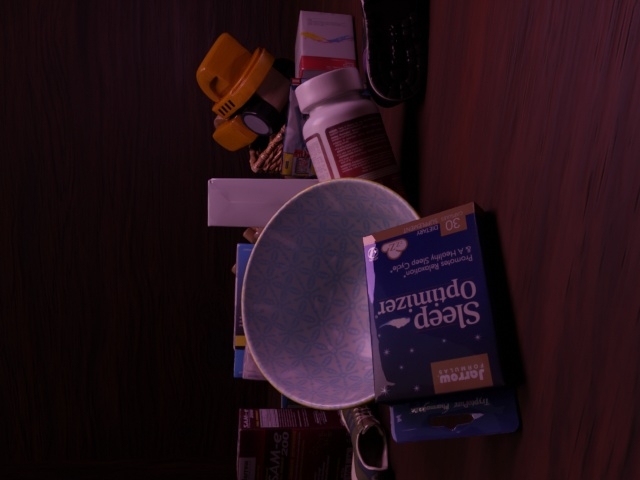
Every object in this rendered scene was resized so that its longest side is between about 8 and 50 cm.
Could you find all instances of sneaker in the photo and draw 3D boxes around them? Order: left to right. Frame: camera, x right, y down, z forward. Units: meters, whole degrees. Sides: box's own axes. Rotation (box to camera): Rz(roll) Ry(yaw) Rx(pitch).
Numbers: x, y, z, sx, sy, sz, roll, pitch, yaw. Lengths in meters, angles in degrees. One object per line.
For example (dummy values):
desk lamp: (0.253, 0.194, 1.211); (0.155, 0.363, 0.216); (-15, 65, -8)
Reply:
sneaker: (0.080, 0.316, 0.954); (0.086, 0.064, 0.192); (112, 158, -48)
sneaker: (0.096, -0.344, 0.850); (0.124, 0.107, 0.283); (-137, 49, -85)

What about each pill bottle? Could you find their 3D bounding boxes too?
pill bottle: (0.045, -0.136, 0.855); (0.121, 0.121, 0.221); (178, 73, -81)

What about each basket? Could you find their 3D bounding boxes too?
basket: (-0.083, -0.324, 1.578); (0.299, 0.223, 0.214); (-103, 17, -61)

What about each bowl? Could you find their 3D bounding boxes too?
bowl: (0.053, 0.076, 0.758); (0.156, 0.289, 0.290); (22, -118, -53)

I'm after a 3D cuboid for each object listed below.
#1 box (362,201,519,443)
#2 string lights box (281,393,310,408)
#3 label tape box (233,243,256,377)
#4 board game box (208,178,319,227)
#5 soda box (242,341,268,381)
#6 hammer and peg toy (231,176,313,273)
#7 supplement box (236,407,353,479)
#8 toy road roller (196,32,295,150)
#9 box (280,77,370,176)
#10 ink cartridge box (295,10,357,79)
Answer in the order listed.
box: (0.116, 0.083, 0.580); (0.036, 0.136, 0.225); (28, -129, -50)
string lights box: (-0.012, 0.322, 1.276); (0.260, 0.133, 0.077); (102, 169, -50)
label tape box: (-0.107, 0.187, 1.531); (0.115, 0.249, 0.348); (152, 119, -79)
board game box: (-0.070, -0.080, 1.169); (0.303, 0.223, 0.098); (-27, -61, -76)
soda box: (-0.117, 0.258, 1.224); (0.286, 0.098, 0.091); (121, 155, -75)
hammer and peg toy: (-0.157, -0.036, 1.734); (0.361, 0.127, 0.266); (-50, -1, -14)
supplement box: (-0.041, 0.401, 1.110); (0.073, 0.239, 0.130); (-115, 28, -70)
toy road roller: (-0.223, -0.407, 1.531); (0.329, 0.240, 0.203); (-11, 48, 59)
box: (0.004, -0.232, 1.208); (0.233, 0.159, 0.044); (103, 164, -49)
ink cartridge box: (0.008, -0.419, 1.314); (0.128, 0.127, 0.176); (110, 159, -65)
